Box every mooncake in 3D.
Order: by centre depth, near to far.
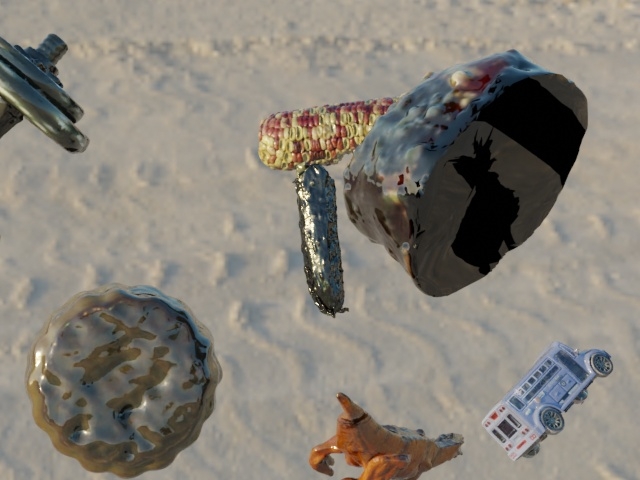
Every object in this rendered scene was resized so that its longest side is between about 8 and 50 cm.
[{"bbox_3d":[-0.287,0.205,1.938,0.290,0.290,0.161,-1,1,-10],"label":"mooncake"}]

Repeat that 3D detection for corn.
[{"bbox_3d":[0.045,-0.165,2.015,0.289,0.098,0.098,-7,21,5],"label":"corn"}]

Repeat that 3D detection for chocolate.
[{"bbox_3d":[0.169,-0.106,1.738,0.340,0.225,0.210,-48,39,-12],"label":"chocolate"}]

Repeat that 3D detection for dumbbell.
[{"bbox_3d":[-0.371,-0.106,1.413,0.192,0.290,0.192,39,-6,5],"label":"dumbbell"}]

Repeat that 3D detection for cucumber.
[{"bbox_3d":[0.000,0.000,1.515,0.053,0.182,0.053,-7,-3,0],"label":"cucumber"}]

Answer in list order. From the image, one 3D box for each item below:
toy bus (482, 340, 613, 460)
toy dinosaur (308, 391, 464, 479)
[{"bbox_3d":[0.257,0.170,1.487,0.076,0.073,0.167,43,49,11],"label":"toy bus"},{"bbox_3d":[0.054,0.290,1.769,0.208,0.097,0.432,-28,-22,21],"label":"toy dinosaur"}]
